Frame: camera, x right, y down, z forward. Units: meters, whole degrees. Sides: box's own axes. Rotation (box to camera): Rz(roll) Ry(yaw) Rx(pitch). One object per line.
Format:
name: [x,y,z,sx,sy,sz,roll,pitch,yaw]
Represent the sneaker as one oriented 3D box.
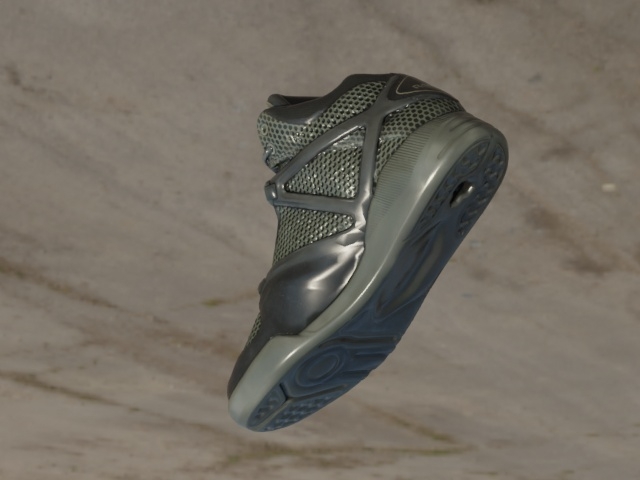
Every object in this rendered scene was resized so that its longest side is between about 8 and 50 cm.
sneaker: [0.000,0.000,0.596,0.087,0.130,0.228,7,121,-48]
